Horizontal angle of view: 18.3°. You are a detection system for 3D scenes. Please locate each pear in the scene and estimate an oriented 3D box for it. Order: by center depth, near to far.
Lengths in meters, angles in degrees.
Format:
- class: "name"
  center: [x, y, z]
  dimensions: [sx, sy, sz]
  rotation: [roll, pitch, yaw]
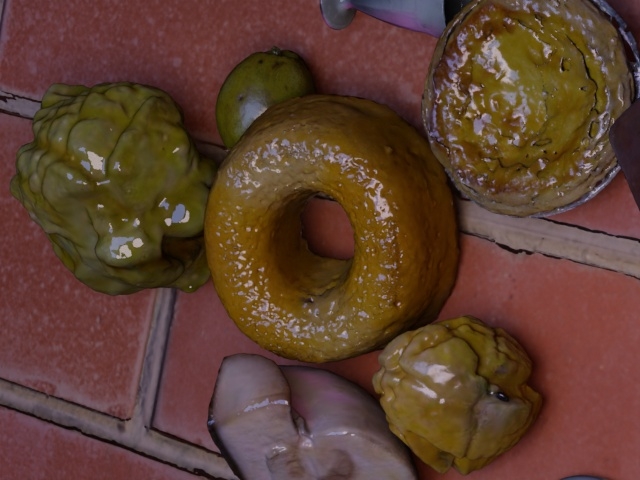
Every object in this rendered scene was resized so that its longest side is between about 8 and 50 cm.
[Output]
- class: "pear"
  center: [-0.055, -0.136, 2.051]
  dimensions: [0.107, 0.107, 0.131]
  rotation: [7, 97, 35]

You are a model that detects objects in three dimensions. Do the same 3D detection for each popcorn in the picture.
- class: "popcorn"
  center: [0.133, 0.143, 1.891]
  dimensions: [0.148, 0.167, 0.152]
  rotation: [-41, 23, -5]
- class: "popcorn"
  center: [-0.215, -0.058, 2.103]
  dimensions: [0.255, 0.195, 0.256]
  rotation: [41, 140, 14]

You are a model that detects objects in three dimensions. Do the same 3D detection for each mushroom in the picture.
- class: "mushroom"
  center: [0.012, 0.185, 1.971]
  dimensions: [0.173, 0.236, 0.162]
  rotation: [-14, 39, 17]

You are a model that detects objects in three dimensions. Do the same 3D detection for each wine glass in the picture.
- class: "wine glass"
  center: [0.079, -0.237, 1.986]
  dimensions: [0.155, 0.073, 0.073]
  rotation: [5, 92, 37]

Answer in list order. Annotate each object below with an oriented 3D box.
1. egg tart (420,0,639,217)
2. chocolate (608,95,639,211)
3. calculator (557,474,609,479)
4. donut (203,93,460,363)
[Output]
- class: "egg tart"
  center: [0.204, -0.136, 1.881]
  dimensions: [0.234, 0.094, 0.234]
  rotation: [1, 92, 34]
- class: "chocolate"
  center: [0.374, -0.140, 1.693]
  dimensions: [0.321, 0.112, 0.112]
  rotation: [-51, 56, 39]
- class: "calculator"
  center: [0.230, 0.368, 1.881]
  dimensions: [0.185, 0.041, 0.299]
  rotation: [25, 102, 32]
- class: "donut"
  center: [-0.001, -0.003, 1.957]
  dimensions: [0.277, 0.108, 0.277]
  rotation: [6, 108, 20]
